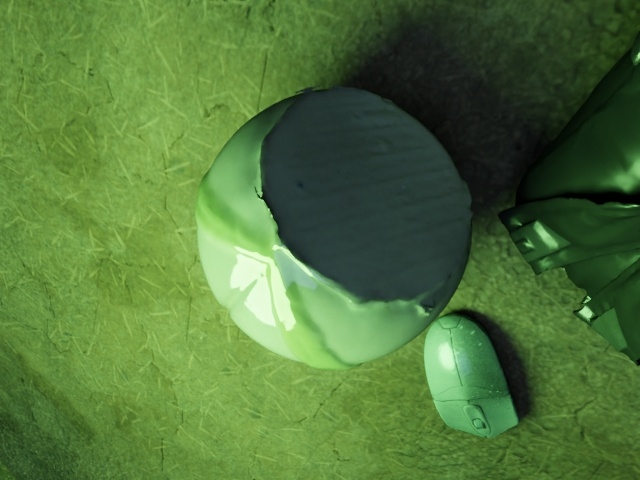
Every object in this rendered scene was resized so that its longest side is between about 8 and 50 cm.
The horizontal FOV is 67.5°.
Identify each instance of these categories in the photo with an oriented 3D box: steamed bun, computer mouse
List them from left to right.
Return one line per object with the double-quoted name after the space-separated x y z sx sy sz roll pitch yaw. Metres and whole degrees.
0.000 0.000 0.557 0.309 0.309 0.310 8 117 17 "steamed bun"
0.214 0.213 0.692 0.113 0.068 0.229 -13 109 27 "computer mouse"

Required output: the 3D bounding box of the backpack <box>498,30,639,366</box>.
0.365 -0.057 0.381 0.363 0.254 0.446 49 146 15 "backpack"
